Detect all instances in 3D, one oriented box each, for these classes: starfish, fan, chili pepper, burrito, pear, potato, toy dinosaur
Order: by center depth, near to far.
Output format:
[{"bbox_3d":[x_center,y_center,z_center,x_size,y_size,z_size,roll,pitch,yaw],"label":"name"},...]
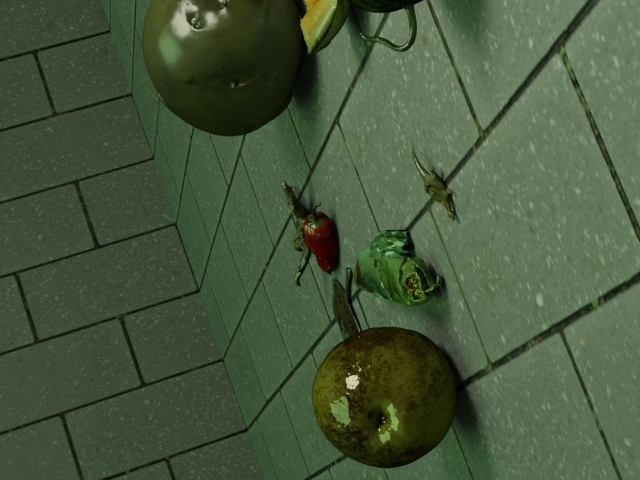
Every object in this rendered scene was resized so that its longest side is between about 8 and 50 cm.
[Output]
[{"bbox_3d":[0.134,-0.073,1.557,0.113,0.026,0.041,59,180,17],"label":"toy dinosaur"},{"bbox_3d":[0.088,0.219,1.730,0.197,0.197,0.197,163,90,-76],"label":"pear"},{"bbox_3d":[0.099,0.035,1.791,0.288,0.054,0.104,-163,59,-75],"label":"burrito"},{"bbox_3d":[-0.153,-0.292,1.977,0.326,0.243,0.221,109,154,-61],"label":"potato"},{"bbox_3d":[-0.001,0.000,2.134,0.059,0.050,0.191,42,158,34],"label":"chili pepper"},{"bbox_3d":[0.044,0.113,2.182,0.220,0.009,0.132,92,156,-54],"label":"fan"},{"bbox_3d":[-0.040,-0.034,2.246,0.208,0.053,0.176,92,164,-52],"label":"starfish"}]

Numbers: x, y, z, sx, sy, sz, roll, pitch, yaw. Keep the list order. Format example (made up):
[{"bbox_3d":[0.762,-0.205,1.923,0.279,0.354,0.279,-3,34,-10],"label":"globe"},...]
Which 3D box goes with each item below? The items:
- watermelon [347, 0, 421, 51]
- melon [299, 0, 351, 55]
[{"bbox_3d":[0.073,-0.289,1.314,0.141,0.141,0.187,173,77,-76],"label":"watermelon"},{"bbox_3d":[0.007,-0.333,1.665,0.128,0.079,0.160,-21,86,58],"label":"melon"}]
